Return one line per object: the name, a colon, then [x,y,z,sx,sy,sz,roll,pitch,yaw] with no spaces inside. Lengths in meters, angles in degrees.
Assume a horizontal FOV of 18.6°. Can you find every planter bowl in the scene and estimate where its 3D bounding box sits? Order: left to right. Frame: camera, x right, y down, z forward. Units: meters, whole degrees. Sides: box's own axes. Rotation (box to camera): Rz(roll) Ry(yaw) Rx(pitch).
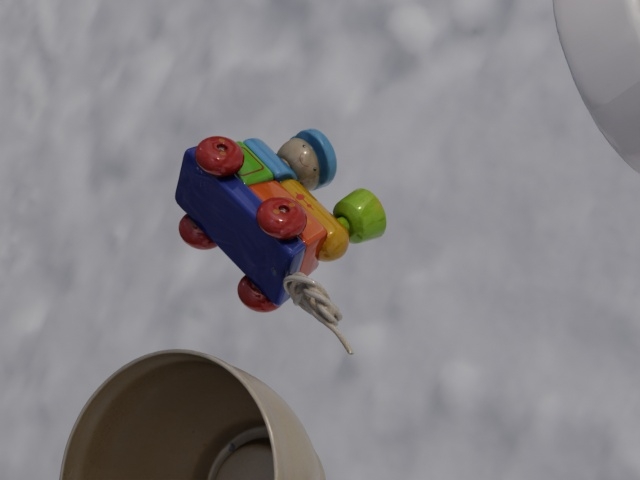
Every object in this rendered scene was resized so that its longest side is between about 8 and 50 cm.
planter bowl: [-0.063,0.153,1.191,0.162,0.109,0.162,-8,76,33]

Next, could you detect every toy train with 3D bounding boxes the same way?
toy train: [0.000,0.000,1.656,0.248,0.143,0.105,44,138,30]

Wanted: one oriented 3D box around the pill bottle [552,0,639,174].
pill bottle: [0.210,-0.109,0.731,0.229,0.131,0.131,-23,43,30]
